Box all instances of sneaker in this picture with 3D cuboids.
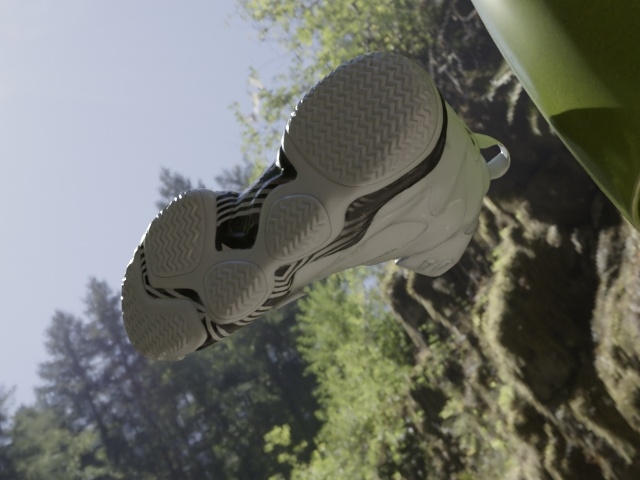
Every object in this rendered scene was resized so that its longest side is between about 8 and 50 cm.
[{"bbox_3d":[0.000,0.000,0.868,0.366,0.137,0.210,-40,-33,24],"label":"sneaker"}]

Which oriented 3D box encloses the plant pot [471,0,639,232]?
[{"bbox_3d":[0.239,-0.199,0.760,0.275,0.293,0.274,-29,-32,-21],"label":"plant pot"}]
